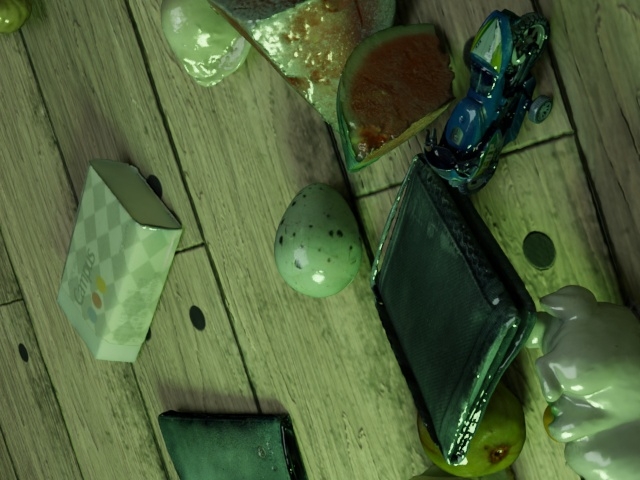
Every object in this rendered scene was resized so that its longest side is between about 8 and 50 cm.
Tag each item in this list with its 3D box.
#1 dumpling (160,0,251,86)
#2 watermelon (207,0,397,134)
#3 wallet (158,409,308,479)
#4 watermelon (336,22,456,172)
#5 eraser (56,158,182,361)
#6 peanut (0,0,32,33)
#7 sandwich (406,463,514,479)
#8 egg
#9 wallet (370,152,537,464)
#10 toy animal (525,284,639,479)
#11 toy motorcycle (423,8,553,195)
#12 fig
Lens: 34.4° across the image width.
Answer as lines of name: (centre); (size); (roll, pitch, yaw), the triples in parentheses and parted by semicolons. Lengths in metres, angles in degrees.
dumpling: (-0.159, -0.336, 1.546); (0.155, 0.111, 0.181); (-13, 123, 21)
watermelon: (-0.034, -0.270, 1.348); (0.213, 0.201, 0.262); (45, 139, 40)
wallet: (-0.162, 0.403, 1.889); (0.379, 0.046, 0.191); (-9, 100, 49)
watermelon: (0.071, -0.153, 1.272); (0.128, 0.231, 0.146); (43, 146, 15)
eraser: (-0.395, 0.050, 1.981); (0.213, 0.082, 0.397); (49, 136, 24)
peanut: (-0.665, -0.472, 2.035); (0.291, 0.143, 0.159); (5, 75, 53)
sandwich: (0.215, 0.425, 1.422); (0.186, 0.108, 0.220); (-16, 91, 51)
egg: (0.000, 0.000, 1.488); (0.131, 0.131, 0.164); (7, 87, 47)
wallet: (0.155, 0.076, 1.285); (0.342, 0.075, 0.237); (-113, 35, -52)
toy animal: (0.333, 0.210, 1.131); (0.154, 0.208, 0.325); (-27, 70, 11)
toy motorcycle: (0.189, -0.150, 1.192); (0.092, 0.135, 0.254); (40, 132, 31)
fig: (0.176, 0.222, 1.355); (0.186, 0.142, 0.148); (24, 121, 40)
